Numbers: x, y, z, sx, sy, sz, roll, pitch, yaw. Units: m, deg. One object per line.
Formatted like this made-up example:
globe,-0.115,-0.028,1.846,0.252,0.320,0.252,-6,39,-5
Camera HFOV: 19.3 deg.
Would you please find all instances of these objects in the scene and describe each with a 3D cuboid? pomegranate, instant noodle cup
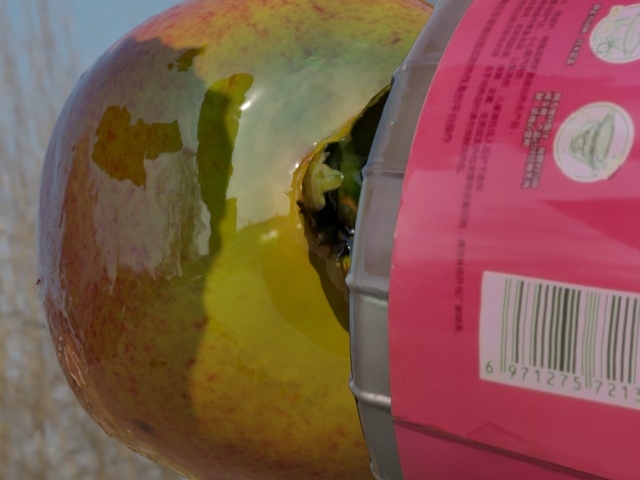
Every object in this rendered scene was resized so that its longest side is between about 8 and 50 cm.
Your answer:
pomegranate,0.000,0.000,0.721,0.221,0.221,0.257,-8,-7,-16
instant noodle cup,0.121,0.013,0.512,0.182,0.302,0.258,8,-43,30
